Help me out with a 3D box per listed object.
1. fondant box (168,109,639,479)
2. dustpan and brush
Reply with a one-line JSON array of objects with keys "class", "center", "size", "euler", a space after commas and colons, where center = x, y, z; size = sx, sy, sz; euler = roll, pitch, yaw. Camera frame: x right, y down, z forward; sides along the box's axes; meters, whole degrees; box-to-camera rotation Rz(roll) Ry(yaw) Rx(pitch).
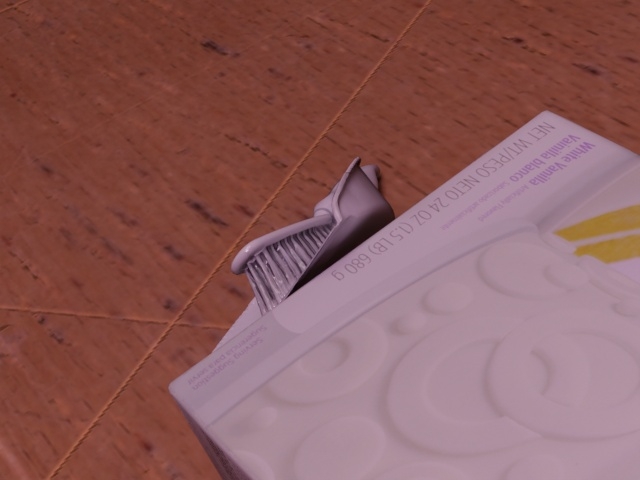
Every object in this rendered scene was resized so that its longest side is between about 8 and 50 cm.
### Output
[{"class": "fondant box", "center": [0.118, 0.092, 0.674], "size": [0.238, 0.096, 0.330], "euler": [-36, 38, -14]}, {"class": "dustpan and brush", "center": [0.000, 0.000, 0.876], "size": [0.147, 0.060, 0.211], "euler": [-53, -14, 29]}]
